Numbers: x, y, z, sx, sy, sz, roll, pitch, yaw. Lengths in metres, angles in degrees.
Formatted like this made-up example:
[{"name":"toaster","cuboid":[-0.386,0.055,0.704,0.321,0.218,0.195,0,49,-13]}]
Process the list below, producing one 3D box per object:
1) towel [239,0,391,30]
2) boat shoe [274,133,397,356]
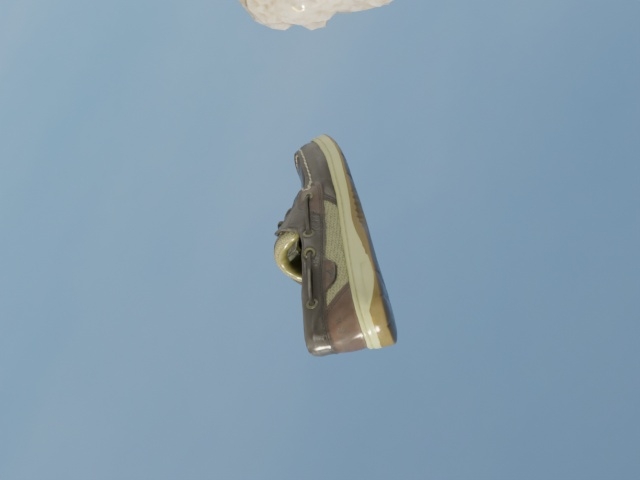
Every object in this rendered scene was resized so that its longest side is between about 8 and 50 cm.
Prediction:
[{"name":"towel","cuboid":[0.085,-0.170,0.506,0.282,0.187,0.049,-19,-147,4]},{"name":"boat shoe","cuboid":[0.000,0.000,1.000,0.049,0.056,0.152,-16,-144,-1]}]
